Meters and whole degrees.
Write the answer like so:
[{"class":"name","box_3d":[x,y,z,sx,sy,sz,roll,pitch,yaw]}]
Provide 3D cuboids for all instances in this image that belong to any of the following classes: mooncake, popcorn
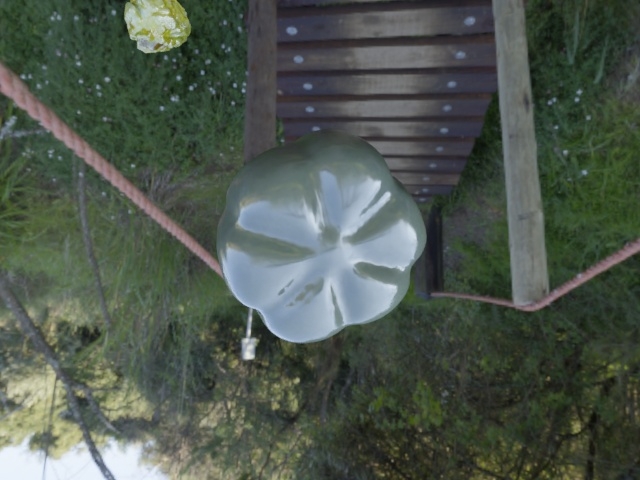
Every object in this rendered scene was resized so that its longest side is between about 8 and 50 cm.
[{"class":"mooncake","box_3d":[0.000,0.000,0.643,0.275,0.275,0.135,6,-165,-13]},{"class":"popcorn","box_3d":[-0.291,-0.388,0.909,0.106,0.116,0.120,21,136,-12]}]
